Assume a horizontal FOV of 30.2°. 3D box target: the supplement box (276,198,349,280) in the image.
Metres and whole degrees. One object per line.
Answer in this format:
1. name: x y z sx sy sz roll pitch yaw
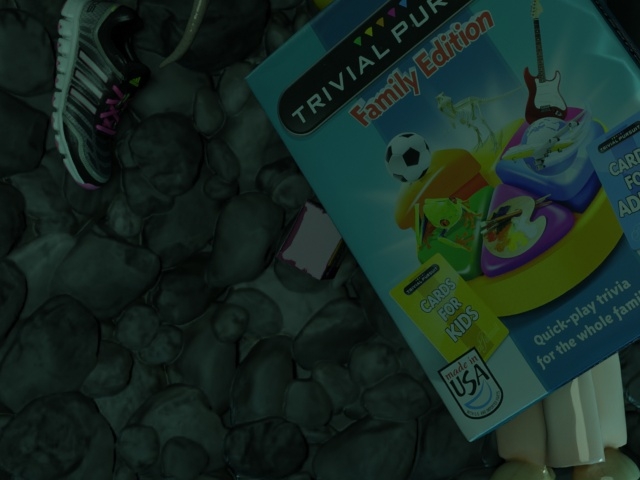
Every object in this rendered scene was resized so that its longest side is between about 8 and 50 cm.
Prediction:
1. supplement box: 0.000 0.000 0.985 0.043 0.083 0.055 29 94 8

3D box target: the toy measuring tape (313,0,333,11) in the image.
1. toy measuring tape: 0.073 -0.333 0.970 0.121 0.121 0.330 19 84 8

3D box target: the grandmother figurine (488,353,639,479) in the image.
1. grandmother figurine: 0.182 0.024 0.953 0.208 0.104 0.342 -9 90 -1

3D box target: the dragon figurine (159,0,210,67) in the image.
1. dragon figurine: -0.096 -0.298 1.003 0.085 0.144 0.289 0 108 7

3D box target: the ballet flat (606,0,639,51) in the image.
1. ballet flat: 0.286 -0.281 0.942 0.095 0.096 0.280 10 91 8

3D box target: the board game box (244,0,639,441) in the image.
1. board game box: 0.130 -0.061 0.883 0.254 0.079 0.336 -38 75 23

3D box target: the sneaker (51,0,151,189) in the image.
1. sneaker: -0.184 -0.130 1.024 0.075 0.063 0.170 -2 84 14
